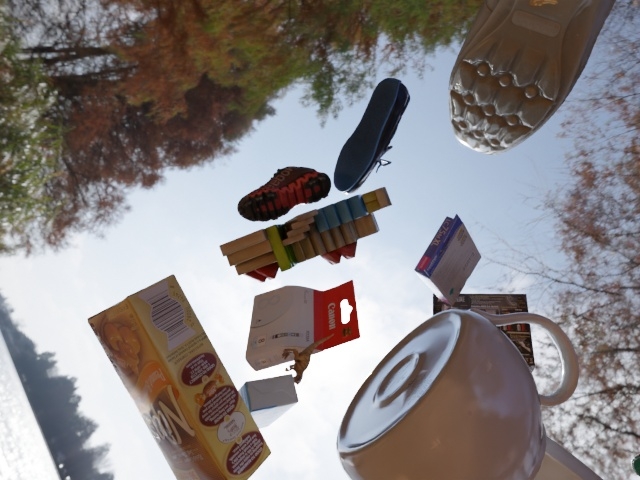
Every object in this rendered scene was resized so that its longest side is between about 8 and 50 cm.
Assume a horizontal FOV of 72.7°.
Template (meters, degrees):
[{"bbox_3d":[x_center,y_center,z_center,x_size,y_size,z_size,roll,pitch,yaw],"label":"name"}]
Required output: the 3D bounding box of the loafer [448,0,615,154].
[{"bbox_3d":[0.196,-0.202,0.372,0.112,0.111,0.319,34,-25,14],"label":"loafer"}]

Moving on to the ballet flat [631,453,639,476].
[{"bbox_3d":[0.825,0.502,0.945,0.240,0.077,0.091,-18,-112,41],"label":"ballet flat"}]

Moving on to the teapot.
[{"bbox_3d":[0.157,0.213,0.493,0.187,0.252,0.256,42,-58,2],"label":"teapot"}]

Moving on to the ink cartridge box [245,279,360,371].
[{"bbox_3d":[-0.065,0.266,1.529,0.384,0.308,0.091,-21,-58,12],"label":"ink cartridge box"}]

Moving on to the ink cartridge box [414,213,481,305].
[{"bbox_3d":[0.371,0.058,1.265,0.065,0.311,0.186,28,-97,36],"label":"ink cartridge box"}]

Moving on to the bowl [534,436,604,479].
[{"bbox_3d":[0.311,0.332,0.598,0.142,0.053,0.142,36,-49,16],"label":"bowl"}]

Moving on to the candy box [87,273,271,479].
[{"bbox_3d":[-0.227,0.227,0.686,0.182,0.087,0.317,-24,-86,43],"label":"candy box"}]

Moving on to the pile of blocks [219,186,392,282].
[{"bbox_3d":[0.000,0.000,0.819,0.113,0.362,0.149,69,-18,-1],"label":"pile of blocks"}]

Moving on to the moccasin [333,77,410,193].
[{"bbox_3d":[0.162,-0.278,1.234,0.138,0.116,0.342,45,-68,36],"label":"moccasin"}]

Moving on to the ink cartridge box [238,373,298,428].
[{"bbox_3d":[-0.131,0.347,0.914,0.181,0.104,0.062,-54,-135,44],"label":"ink cartridge box"}]

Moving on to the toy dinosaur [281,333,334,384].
[{"bbox_3d":[-0.052,0.355,1.321,0.112,0.211,0.064,19,-50,15],"label":"toy dinosaur"}]

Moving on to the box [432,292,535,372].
[{"bbox_3d":[0.527,0.298,1.440,0.307,0.243,0.077,-2,-33,17],"label":"box"}]

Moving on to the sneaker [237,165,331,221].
[{"bbox_3d":[-0.113,-0.137,1.223,0.135,0.276,0.098,46,-27,46],"label":"sneaker"}]
